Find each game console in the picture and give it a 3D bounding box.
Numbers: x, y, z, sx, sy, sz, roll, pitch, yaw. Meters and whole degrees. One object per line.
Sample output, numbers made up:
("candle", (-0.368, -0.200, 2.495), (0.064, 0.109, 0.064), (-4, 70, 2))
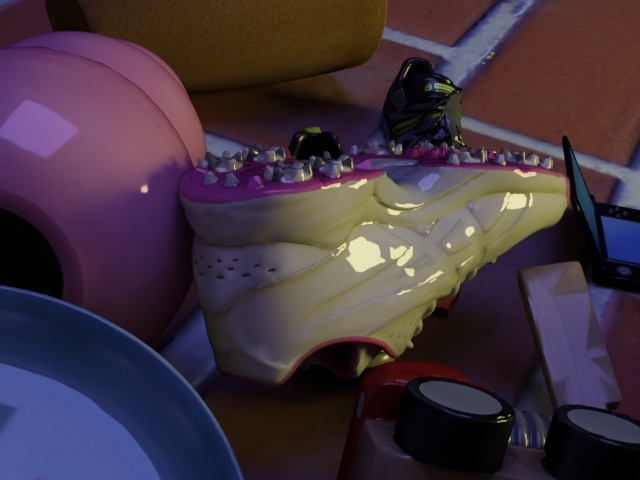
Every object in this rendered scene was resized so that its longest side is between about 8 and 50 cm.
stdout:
("game console", (0.243, -0.022, 1.013), (0.107, 0.071, 0.122), (10, 32, 1))

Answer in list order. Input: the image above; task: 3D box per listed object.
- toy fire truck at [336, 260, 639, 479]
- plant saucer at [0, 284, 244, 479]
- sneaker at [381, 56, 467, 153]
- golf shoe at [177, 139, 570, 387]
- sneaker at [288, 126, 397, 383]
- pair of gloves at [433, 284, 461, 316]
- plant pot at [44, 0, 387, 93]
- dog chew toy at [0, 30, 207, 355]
("toy fire truck", (0.118, 0.105, 0.729), (0.217, 0.159, 0.246), (11, 11, -9))
("plant saucer", (-0.189, 0.151, 0.574), (0.317, 0.044, 0.318), (6, 47, -6))
("sneaker", (0.092, -0.103, 1.094), (0.067, 0.078, 0.188), (3, 33, -12))
("golf shoe", (0.041, 0.008, 0.783), (0.306, 0.140, 0.115), (-7, 11, -40))
("sneaker", (0.000, 0.000, 0.872), (0.084, 0.097, 0.235), (-4, 37, -11))
("pair of gloves", (0.065, 0.026, 0.942), (0.083, 0.010, 0.074), (14, 32, 7))
("plant pot", (-0.108, -0.227, 1.132), (0.254, 0.237, 0.237), (-25, 44, -23))
("dog chew toy", (-0.166, -0.043, 0.823), (0.206, 0.207, 0.332), (10, 23, 0))
